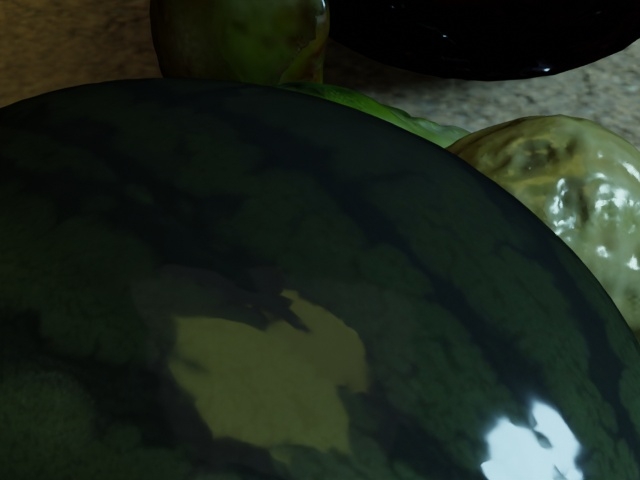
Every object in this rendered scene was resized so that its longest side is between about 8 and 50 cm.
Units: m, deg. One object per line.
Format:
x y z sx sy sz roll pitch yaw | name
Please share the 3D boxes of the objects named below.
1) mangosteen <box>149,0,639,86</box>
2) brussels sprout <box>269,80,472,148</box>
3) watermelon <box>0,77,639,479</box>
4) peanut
0.061 -0.253 0.951 0.421 0.381 0.381 -37 53 -25 | mangosteen
-0.007 -0.004 0.835 0.145 0.131 0.183 32 50 22 | brussels sprout
-0.030 0.088 0.612 0.359 0.279 0.279 26 46 35 | watermelon
0.129 0.002 0.754 0.229 0.103 0.098 3 60 -7 | peanut
